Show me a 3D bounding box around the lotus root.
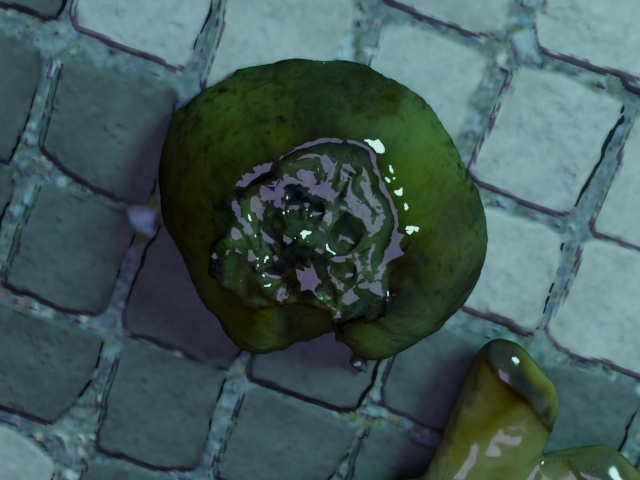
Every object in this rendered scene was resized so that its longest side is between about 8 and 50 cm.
[{"bbox_3d":[-0.002,-0.004,0.917,0.183,0.078,0.204,-28,106,14],"label":"lotus root"}]

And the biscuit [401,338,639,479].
[{"bbox_3d":[0.089,0.173,0.985,0.208,0.047,0.164,-40,101,16],"label":"biscuit"}]
